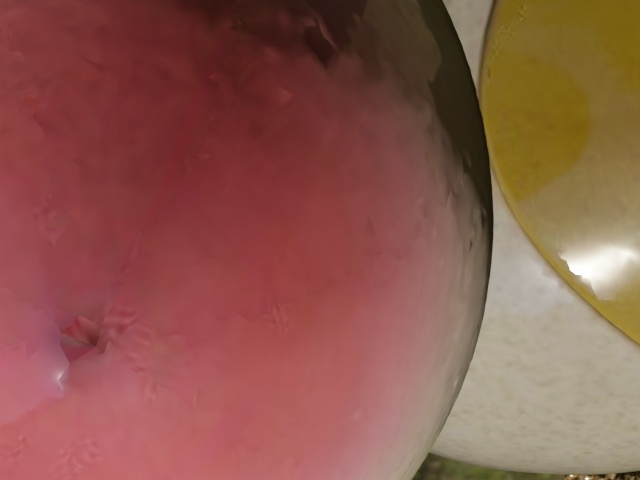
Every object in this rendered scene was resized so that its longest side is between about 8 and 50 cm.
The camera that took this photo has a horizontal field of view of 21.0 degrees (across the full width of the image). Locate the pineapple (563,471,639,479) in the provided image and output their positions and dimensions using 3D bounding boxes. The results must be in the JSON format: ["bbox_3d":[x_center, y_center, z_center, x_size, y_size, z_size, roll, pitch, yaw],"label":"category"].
[{"bbox_3d":[0.232,0.182,1.204,0.124,0.058,0.058,20,110,18],"label":"pineapple"}]

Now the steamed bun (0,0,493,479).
[{"bbox_3d":[-0.085,-0.002,0.515,0.309,0.309,0.309,2,93,54],"label":"steamed bun"}]

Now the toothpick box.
[{"bbox_3d":[0.198,-0.074,0.933,0.425,0.409,0.409,-11,80,12],"label":"toothpick box"}]
